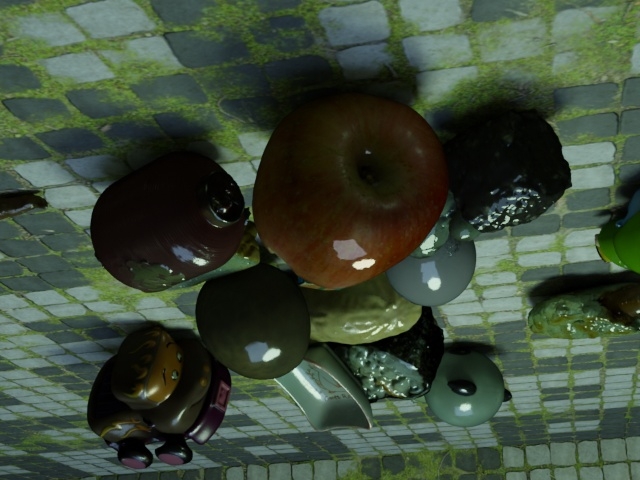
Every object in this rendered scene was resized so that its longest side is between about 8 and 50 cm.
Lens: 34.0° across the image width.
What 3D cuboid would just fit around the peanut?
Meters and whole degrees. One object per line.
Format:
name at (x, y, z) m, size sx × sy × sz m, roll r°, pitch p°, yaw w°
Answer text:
peanut at (0.024, 0.121, 1.885) m, size 0.319 × 0.147 × 0.147 m, roll -6°, pitch 158°, yaw 16°

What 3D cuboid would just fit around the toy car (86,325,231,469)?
toy car at (-0.371, 0.318, 2.227) m, size 0.341 × 0.271 × 0.240 m, roll -16°, pitch 136°, yaw 32°

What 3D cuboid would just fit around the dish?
dish at (0.003, 0.268, 1.967) m, size 0.151 × 0.077 × 0.212 m, roll -10°, pitch 130°, yaw 41°

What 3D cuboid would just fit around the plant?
plant at (0.194, -0.065, 1.406) m, size 0.149 × 0.146 × 0.275 m, roll 12°, pitch 155°, yaw -39°

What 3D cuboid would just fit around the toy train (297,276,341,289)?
toy train at (0.043, 0.029, 1.733) m, size 0.099 × 0.072 × 0.188 m, roll 16°, pitch 152°, yaw -37°

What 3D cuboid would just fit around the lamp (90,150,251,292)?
lamp at (-0.202, -0.025, 1.440) m, size 0.258 × 0.180 × 0.180 m, roll -20°, pitch 152°, yaw 38°

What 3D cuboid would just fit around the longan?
longan at (-0.113, 0.136, 1.777) m, size 0.198 × 0.212 × 0.198 m, roll -24°, pitch 177°, yaw -1°

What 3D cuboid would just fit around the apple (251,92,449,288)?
apple at (0.031, -0.054, 1.297) m, size 0.242 × 0.242 × 0.241 m, roll 3°, pitch 162°, yaw -13°

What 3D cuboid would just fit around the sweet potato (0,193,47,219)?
sweet potato at (-0.498, -0.035, 1.563) m, size 0.214 × 0.050 × 0.050 m, roll -20°, pitch 153°, yaw 25°

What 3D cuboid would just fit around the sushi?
sushi at (0.086, 0.211, 2.055) m, size 0.350 × 0.170 × 0.211 m, roll -16°, pitch 128°, yaw 41°

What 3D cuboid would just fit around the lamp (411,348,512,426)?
lamp at (0.308, 0.334, 2.418) m, size 0.198 × 0.197 × 0.244 m, roll 16°, pitch 175°, yaw -39°

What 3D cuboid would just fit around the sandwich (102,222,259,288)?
sandwich at (-0.221, 0.013, 1.679) m, size 0.215 × 0.065 × 0.186 m, roll -17°, pitch 154°, yaw 34°

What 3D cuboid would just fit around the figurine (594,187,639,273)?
figurine at (0.518, -0.006, 1.617) m, size 0.162 × 0.143 × 0.263 m, roll 8°, pitch 168°, yaw -8°

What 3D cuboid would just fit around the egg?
egg at (0.168, 0.021, 1.625) m, size 0.147 × 0.146 × 0.198 m, roll -6°, pitch 143°, yaw 9°

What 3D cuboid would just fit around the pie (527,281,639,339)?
pie at (0.542, 0.145, 2.039) m, size 0.275 × 0.105 × 0.257 m, roll -8°, pitch 167°, yaw 16°
